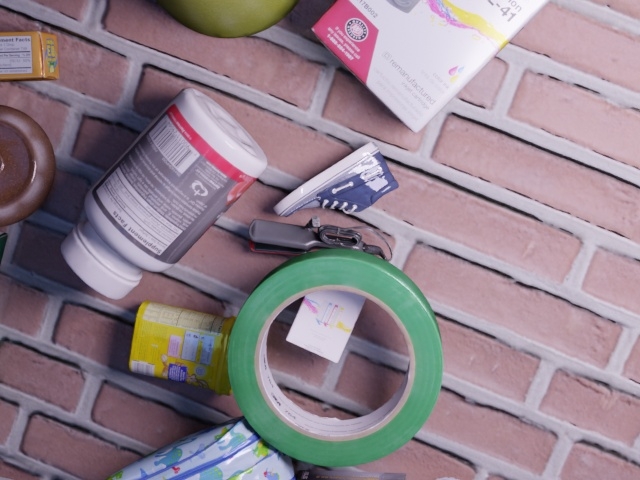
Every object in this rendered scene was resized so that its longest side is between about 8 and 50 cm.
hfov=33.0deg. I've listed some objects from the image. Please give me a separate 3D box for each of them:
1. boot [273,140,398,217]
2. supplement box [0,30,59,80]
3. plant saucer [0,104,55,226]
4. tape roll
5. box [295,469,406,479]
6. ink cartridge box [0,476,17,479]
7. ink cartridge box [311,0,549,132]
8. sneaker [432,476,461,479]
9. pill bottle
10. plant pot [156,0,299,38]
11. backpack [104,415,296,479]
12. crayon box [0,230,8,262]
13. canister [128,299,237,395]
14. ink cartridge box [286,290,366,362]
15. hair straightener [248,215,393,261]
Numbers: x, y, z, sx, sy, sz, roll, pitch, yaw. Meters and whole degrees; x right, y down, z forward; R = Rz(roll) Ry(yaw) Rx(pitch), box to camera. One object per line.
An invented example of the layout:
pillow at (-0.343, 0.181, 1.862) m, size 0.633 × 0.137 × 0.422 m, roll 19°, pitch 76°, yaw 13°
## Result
boot at (0.025, -0.069, 1.674) m, size 0.190 × 0.069 × 0.086 m, roll -32°, pitch 92°, yaw 8°
supplement box at (-0.534, -0.286, 1.692) m, size 0.233 × 0.078 × 0.080 m, roll 2°, pitch 97°, yaw 5°
plant saucer at (-0.522, -0.120, 1.709) m, size 0.198 × 0.036 × 0.199 m, roll 0°, pitch 88°, yaw -10°
tape roll at (0.023, 0.175, 1.620) m, size 0.321 × 0.077 × 0.321 m, roll 1°, pitch 101°, yaw 5°
box at (0.050, 0.497, 1.776) m, size 0.183 × 0.056 × 0.231 m, roll 1°, pitch 100°, yaw 6°
ink cartridge box at (-0.610, 0.434, 1.797) m, size 0.175 × 0.127 × 0.072 m, roll 11°, pitch 98°, yaw 3°
ink cartridge box at (0.170, -0.342, 1.584) m, size 0.226 × 0.131 × 0.306 m, roll 44°, pitch 102°, yaw -2°
sneaker at (0.262, 0.562, 1.687) m, size 0.137 × 0.210 × 0.366 m, roll -30°, pitch 95°, yaw 10°
pill bottle at (-0.246, -0.064, 1.649) m, size 0.176 × 0.176 × 0.318 m, roll 44°, pitch 101°, yaw -3°
plant pot at (-0.156, -0.427, 1.519) m, size 0.274 × 0.293 × 0.275 m, roll 1°, pitch 99°, yaw 5°
backpack at (-0.204, 0.419, 1.678) m, size 0.355 × 0.290 × 0.274 m, roll -8°, pitch 81°, yaw 8°
crayon box at (-0.732, 0.085, 1.762) m, size 0.362 × 0.106 × 0.313 m, roll 19°, pitch 102°, yaw 3°
canister at (-0.215, 0.171, 1.740) m, size 0.169 × 0.073 × 0.126 m, roll 12°, pitch 100°, yaw 5°
ink cartridge box at (0.018, 0.101, 1.694) m, size 0.089 × 0.092 × 0.143 m, roll 24°, pitch 100°, yaw 2°
hair straightener at (0.000, 0.000, 1.679) m, size 0.230 × 0.089 × 0.047 m, roll 10°, pitch 66°, yaw 5°
